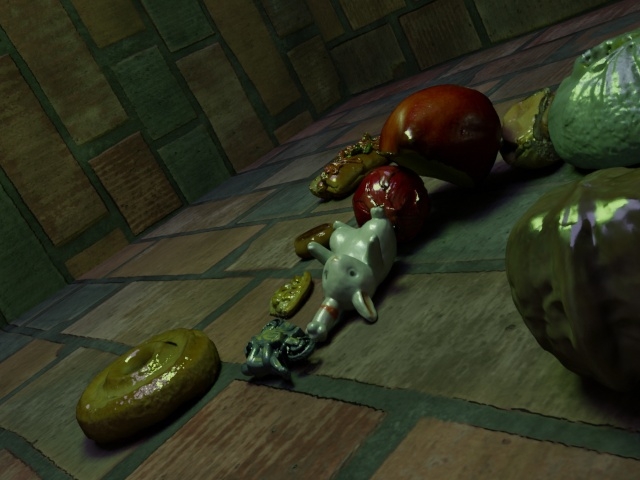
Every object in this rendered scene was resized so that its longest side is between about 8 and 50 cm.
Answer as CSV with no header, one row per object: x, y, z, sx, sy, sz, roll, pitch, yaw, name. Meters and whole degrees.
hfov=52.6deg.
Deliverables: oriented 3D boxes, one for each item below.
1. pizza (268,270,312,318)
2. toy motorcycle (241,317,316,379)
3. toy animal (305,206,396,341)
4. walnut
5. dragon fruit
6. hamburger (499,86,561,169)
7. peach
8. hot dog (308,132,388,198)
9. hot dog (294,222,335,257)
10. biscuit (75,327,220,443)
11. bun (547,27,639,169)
-0.068,0.116,1.387,0.099,0.035,0.160,-19,19,27,pizza
-0.084,0.197,1.136,0.124,0.061,0.193,-42,22,-14,toy motorcycle
0.056,0.055,1.200,0.141,0.138,0.282,-12,24,32,toy animal
0.326,0.033,0.693,0.248,0.248,0.248,-26,17,8,walnut
0.153,-0.078,1.378,0.172,0.172,0.209,-22,3,19,dragon fruit
0.465,-0.211,1.417,0.155,0.135,0.207,-34,23,43,hamburger
0.259,-0.241,1.399,0.258,0.201,0.362,21,4,23,peach
0.107,-0.247,2.044,0.349,0.117,0.158,-39,20,-33,hot dog
0.000,-0.001,1.599,0.140,0.060,0.090,-31,20,14,hot dog
-0.339,0.269,1.261,0.296,0.102,0.296,-25,15,7,biscuit
0.597,-0.282,1.217,0.362,0.211,0.362,-27,18,9,bun
